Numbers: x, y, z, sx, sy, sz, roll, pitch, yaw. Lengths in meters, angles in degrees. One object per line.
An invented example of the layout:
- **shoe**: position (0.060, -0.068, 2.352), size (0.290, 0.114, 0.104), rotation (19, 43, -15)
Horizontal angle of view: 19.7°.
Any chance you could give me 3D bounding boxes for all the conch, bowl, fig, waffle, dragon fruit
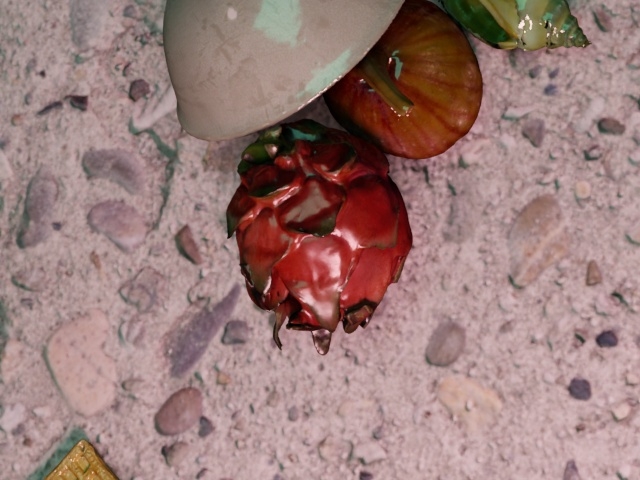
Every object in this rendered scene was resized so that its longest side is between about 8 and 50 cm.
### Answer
- **conch**: position (0.195, -0.247, 1.933), size (0.201, 0.079, 0.095), rotation (23, 99, 38)
- **bowl**: position (-0.067, -0.263, 1.896), size (0.313, 0.146, 0.313), rotation (-31, 31, 21)
- **fig**: position (0.070, -0.173, 1.885), size (0.175, 0.207, 0.175), rotation (-3, 84, 25)
- **waffle**: position (-0.238, 0.296, 1.976), size (0.097, 0.023, 0.153), rotation (-47, 70, 5)
- **dragon fruit**: position (0.000, 0.000, 1.877), size (0.193, 0.274, 0.192), rotation (-23, 29, -13)
